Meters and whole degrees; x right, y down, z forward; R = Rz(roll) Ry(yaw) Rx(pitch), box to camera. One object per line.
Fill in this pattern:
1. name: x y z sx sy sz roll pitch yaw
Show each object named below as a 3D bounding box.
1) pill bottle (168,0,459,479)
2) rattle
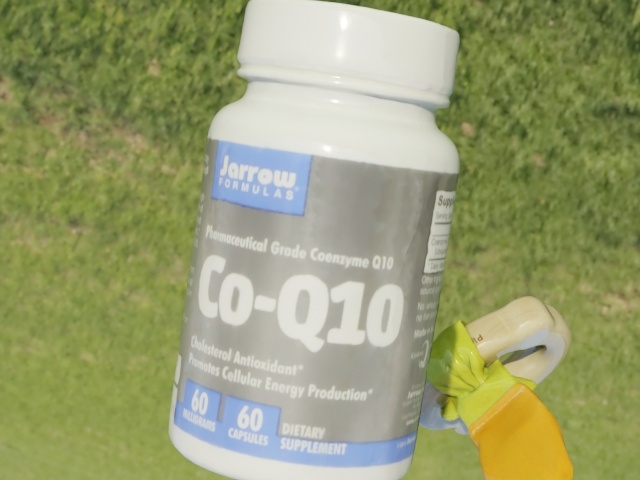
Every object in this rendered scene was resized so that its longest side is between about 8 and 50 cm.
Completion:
1. pill bottle: 0.000 0.000 0.347 0.078 0.137 0.078 8 -174 -1
2. rattle: 0.143 0.132 0.790 0.143 0.130 0.199 42 164 28
